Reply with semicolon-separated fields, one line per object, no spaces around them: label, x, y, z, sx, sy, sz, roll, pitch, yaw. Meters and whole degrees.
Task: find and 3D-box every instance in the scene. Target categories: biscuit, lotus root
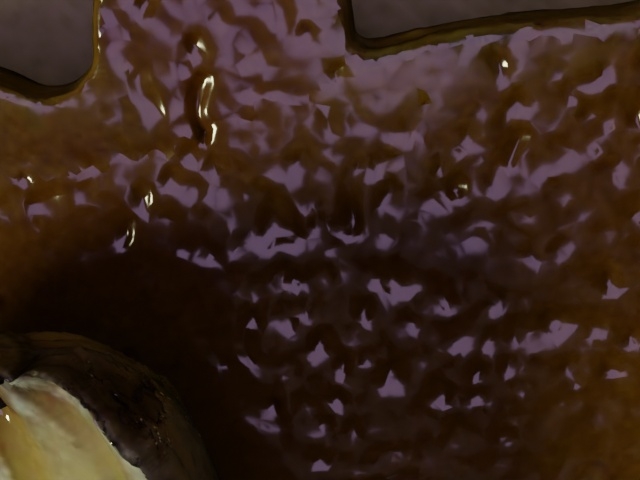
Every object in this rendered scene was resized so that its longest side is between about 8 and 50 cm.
biscuit;0.000;0.000;0.493;0.432;0.064;0.283;-4;107;3
lotus root;-0.069;0.162;0.486;0.167;0.078;0.329;9;124;28
